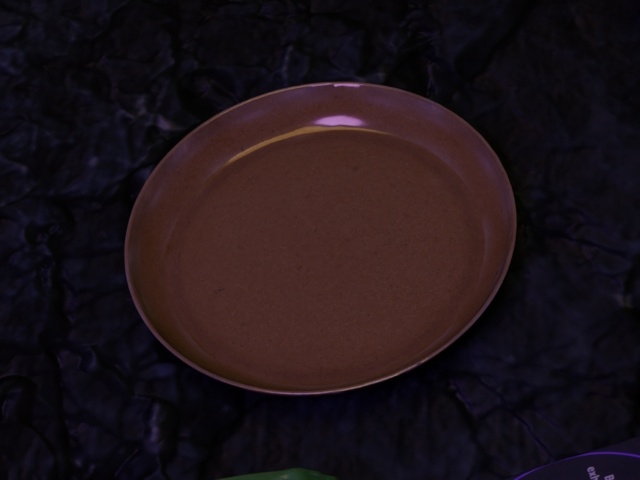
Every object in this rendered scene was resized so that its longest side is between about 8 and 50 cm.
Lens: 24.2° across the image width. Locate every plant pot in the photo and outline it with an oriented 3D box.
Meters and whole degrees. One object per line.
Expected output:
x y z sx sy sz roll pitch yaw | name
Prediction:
0.000 0.000 0.905 0.236 0.032 0.236 -4 52 6 | plant pot

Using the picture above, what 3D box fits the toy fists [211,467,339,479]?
-0.099 0.210 0.722 0.279 0.096 0.142 -11 42 3 | toy fists

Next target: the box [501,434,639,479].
0.228 0.162 0.625 0.270 0.143 0.165 -20 41 10 | box
